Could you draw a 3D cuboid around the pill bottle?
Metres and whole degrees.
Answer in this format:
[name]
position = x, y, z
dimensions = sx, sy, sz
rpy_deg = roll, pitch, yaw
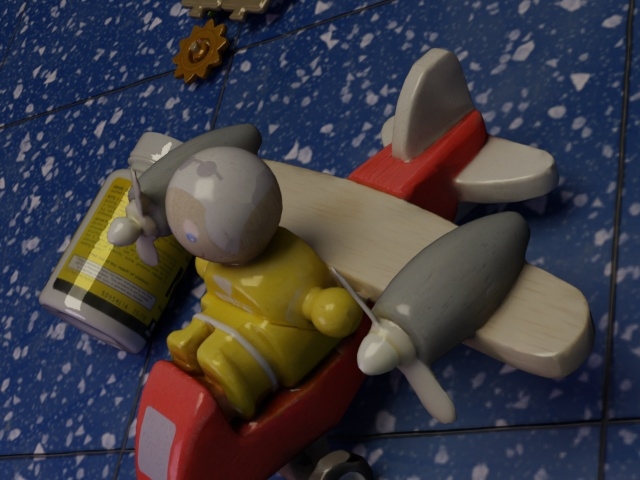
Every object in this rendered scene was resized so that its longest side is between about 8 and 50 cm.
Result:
[pill bottle]
position = -0.189, 0.000, 1.162
dimensions = 0.119, 0.119, 0.208
rpy_deg = 13, 70, 45

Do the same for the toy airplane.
[toy airplane]
position = 0.000, 0.000, 0.883
dimensions = 0.386, 0.272, 0.384
rpy_deg = -26, 46, 25

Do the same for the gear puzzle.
[gear puzzle]
position = -0.077, -0.331, 1.370
dimensions = 0.175, 0.044, 0.339
rpy_deg = 15, 74, 44
